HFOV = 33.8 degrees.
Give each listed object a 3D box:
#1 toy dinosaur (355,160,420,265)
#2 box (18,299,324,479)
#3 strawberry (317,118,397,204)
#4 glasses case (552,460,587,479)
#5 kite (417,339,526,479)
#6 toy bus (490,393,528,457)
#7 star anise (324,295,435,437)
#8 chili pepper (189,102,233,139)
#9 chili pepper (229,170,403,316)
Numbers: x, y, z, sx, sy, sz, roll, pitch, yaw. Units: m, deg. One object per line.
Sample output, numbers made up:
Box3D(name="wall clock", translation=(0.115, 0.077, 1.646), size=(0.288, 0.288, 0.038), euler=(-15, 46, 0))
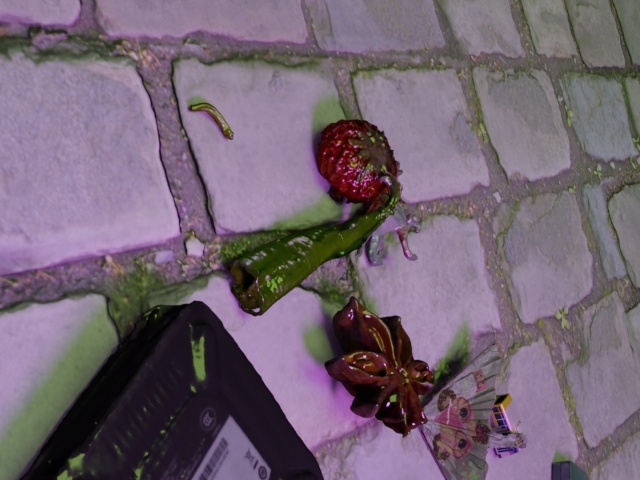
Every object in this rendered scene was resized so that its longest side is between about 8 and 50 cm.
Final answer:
Box3D(name="toy dinosaur", translation=(0.095, -0.036, 1.683), size=(0.242, 0.053, 0.167), euler=(-19, 90, -55))
Box3D(name="box", translation=(-0.143, 0.283, 1.179), size=(0.350, 0.091, 0.359), euler=(56, 40, -22))
Box3D(name="strawberry", translation=(0.060, -0.128, 1.642), size=(0.145, 0.086, 0.145), euler=(16, 62, -33))
Box3D(name="glasses case", translation=(0.467, 0.511, 1.972), size=(0.078, 0.039, 0.184), euler=(39, 47, -40))
Box3D(name="kite", translation=(0.250, 0.312, 1.732), size=(0.268, 0.013, 0.322), euler=(21, 71, -35))
Box3D(name="toy bus", translation=(0.321, 0.322, 1.834), size=(0.052, 0.058, 0.102), euler=(-33, 102, -54))
Box3D(name="star anise", translation=(0.079, 0.183, 1.535), size=(0.220, 0.099, 0.214), euler=(52, 25, -19))
Box3D(name="chili pepper", translation=(-0.145, -0.166, 1.435), size=(0.083, 0.017, 0.030), euler=(43, 46, -37))
Box3D(name="chili pepper", translation=(0.000, 0.000, 1.502), size=(0.359, 0.076, 0.085), euler=(-33, 101, -46))
